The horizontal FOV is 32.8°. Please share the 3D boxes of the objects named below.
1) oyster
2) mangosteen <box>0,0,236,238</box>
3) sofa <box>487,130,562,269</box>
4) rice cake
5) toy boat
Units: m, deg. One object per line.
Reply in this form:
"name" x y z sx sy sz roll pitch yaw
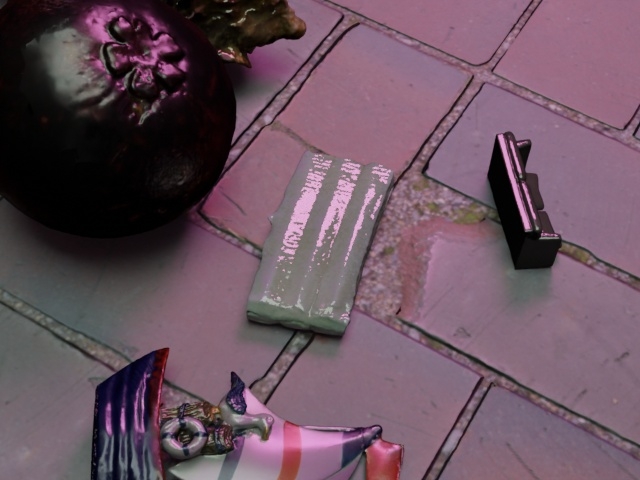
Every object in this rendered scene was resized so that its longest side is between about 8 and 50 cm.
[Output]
"oyster" -0.207 -0.267 1.353 0.361 0.221 0.096 9 76 -18
"mangosteen" -0.249 -0.135 1.198 0.297 0.293 0.297 33 38 -30
"sofa" 0.243 -0.049 1.263 0.060 0.085 0.147 -7 55 -4
"rice cake" 0.000 0.000 1.242 0.127 0.043 0.237 12 55 7
"toy boat" -0.088 0.231 1.076 0.318 0.072 0.219 23 54 1
